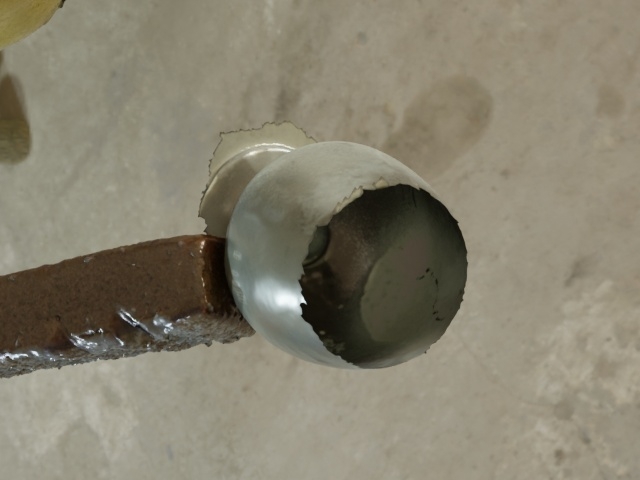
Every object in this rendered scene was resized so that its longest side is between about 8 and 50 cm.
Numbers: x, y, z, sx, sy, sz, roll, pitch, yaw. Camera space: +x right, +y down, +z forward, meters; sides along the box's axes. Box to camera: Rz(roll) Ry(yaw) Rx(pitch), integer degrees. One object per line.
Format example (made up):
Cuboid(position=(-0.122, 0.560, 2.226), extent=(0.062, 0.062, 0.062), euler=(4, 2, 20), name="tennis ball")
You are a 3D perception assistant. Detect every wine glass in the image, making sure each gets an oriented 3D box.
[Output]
Cuboid(position=(0.000, 0.000, 0.825), extent=(0.323, 0.238, 0.238), euler=(23, 110, 61), name="wine glass")

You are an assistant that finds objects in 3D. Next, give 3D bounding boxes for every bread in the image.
Cuboid(position=(-0.275, 0.087, 0.885), extent=(0.416, 0.165, 0.113), euler=(-12, 76, 19), name="bread")

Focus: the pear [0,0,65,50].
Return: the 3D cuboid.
Cuboid(position=(-0.286, -0.250, 0.556), extent=(0.178, 0.266, 0.267), euler=(47, 124, 59), name="pear")
